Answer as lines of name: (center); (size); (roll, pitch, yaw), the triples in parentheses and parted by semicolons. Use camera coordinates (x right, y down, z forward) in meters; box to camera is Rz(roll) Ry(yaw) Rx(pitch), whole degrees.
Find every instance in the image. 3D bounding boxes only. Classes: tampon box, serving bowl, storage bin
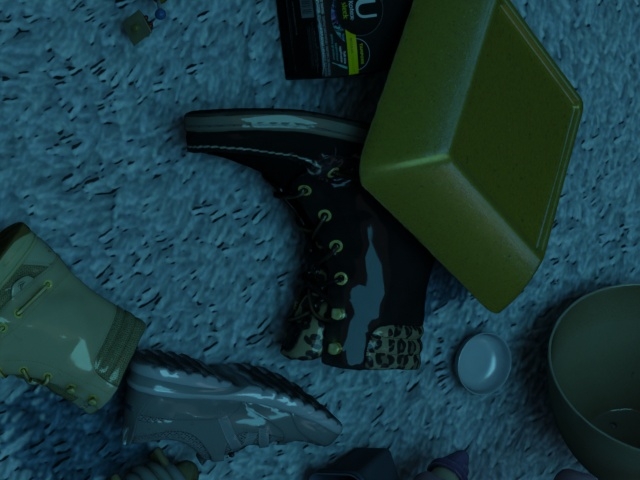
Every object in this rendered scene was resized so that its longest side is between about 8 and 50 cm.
tampon box: (0.044, -0.257, 1.527); (0.161, 0.101, 0.120); (-12, 101, -25)
serving bowl: (0.207, 0.159, 1.699); (0.083, 0.027, 0.083); (-3, 98, -27)
storage bin: (0.052, 0.324, 1.613); (0.091, 0.098, 0.135); (-35, 112, -49)

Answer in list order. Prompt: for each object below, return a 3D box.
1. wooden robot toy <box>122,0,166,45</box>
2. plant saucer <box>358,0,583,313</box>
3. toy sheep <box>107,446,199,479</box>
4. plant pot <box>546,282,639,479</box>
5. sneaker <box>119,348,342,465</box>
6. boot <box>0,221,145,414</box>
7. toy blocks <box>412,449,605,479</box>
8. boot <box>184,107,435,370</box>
wooden robot toy: (-0.191, -0.305, 1.439); (0.079, 0.076, 0.173); (-22, 109, -59)
plant saucer: (0.204, -0.129, 1.534); (0.333, 0.081, 0.333); (43, 57, -43)
toy sheep: (-0.195, 0.293, 1.483); (0.132, 0.091, 0.091); (-30, 108, -22)
plant pot: (0.426, 0.223, 1.707); (0.284, 0.284, 0.191); (-22, 139, -23)
sneaker: (-0.108, 0.206, 1.513); (0.281, 0.105, 0.115); (16, 98, -26)
boot: (-0.327, 0.140, 1.394); (0.203, 0.095, 0.262); (42, 71, -25)
toy blocks: (0.278, 0.386, 1.566); (0.260, 0.288, 0.309); (-45, 113, -39)
boot: (0.000, 0.000, 1.519); (0.377, 0.138, 0.284); (9, 92, -36)
